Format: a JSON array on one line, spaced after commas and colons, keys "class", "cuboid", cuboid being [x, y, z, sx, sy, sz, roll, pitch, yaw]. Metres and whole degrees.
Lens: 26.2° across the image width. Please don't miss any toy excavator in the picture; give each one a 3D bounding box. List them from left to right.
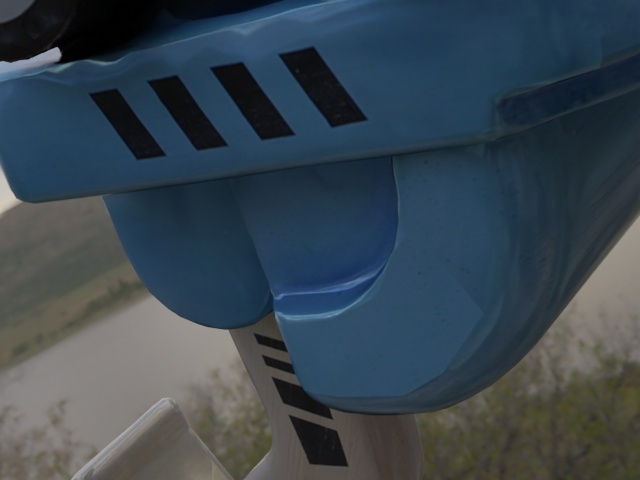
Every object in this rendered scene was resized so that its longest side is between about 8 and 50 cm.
[{"class": "toy excavator", "cuboid": [0.000, 0.000, 0.552, 0.433, 0.445, 0.222, -7, 22, 39]}]
